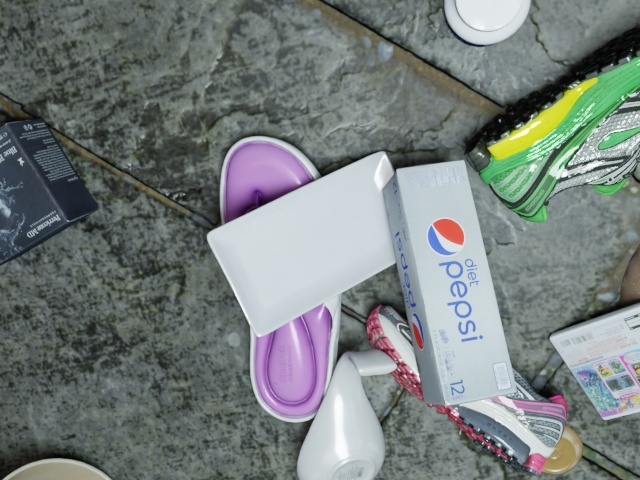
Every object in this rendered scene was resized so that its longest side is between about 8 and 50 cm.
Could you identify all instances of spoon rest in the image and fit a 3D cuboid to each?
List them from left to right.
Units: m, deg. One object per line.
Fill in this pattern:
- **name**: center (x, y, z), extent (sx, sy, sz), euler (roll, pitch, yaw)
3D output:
- **spoon rest**: center (0.042, 0.257, 0.982), extent (0.137, 0.084, 0.276), euler (-2, 123, -21)

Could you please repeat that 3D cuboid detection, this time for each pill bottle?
- **pill bottle**: center (0.188, -0.270, 0.795), extent (0.094, 0.169, 0.094), euler (2, 104, 10)

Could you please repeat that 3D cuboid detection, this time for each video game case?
- **video game case**: center (0.406, 0.158, 0.912), extent (0.157, 0.019, 0.143), euler (-30, 98, 39)

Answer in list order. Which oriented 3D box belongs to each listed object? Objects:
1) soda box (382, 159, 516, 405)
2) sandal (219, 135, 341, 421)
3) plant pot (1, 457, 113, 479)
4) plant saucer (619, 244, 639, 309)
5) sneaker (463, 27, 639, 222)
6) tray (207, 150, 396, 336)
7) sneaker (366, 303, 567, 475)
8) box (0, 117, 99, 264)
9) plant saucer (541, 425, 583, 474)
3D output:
- **soda box**: center (0.153, 0.053, 0.860), extent (0.091, 0.098, 0.286), euler (-9, 79, -8)
- **sandal**: center (-0.047, 0.064, 0.956), extent (0.169, 0.102, 0.416), euler (-7, 102, 12)
- **plant pot**: center (-0.465, 0.514, 1.091), extent (0.256, 0.256, 0.274), euler (49, 123, -4)
- **plant saucer**: center (0.548, 0.086, 0.884), extent (0.310, 0.050, 0.311), euler (3, 105, 10)
- **sneaker**: center (0.353, -0.149, 0.831), extent (0.343, 0.134, 0.146), euler (-33, 103, 25)
- **tray**: center (0.000, 0.000, 0.905), extent (0.270, 0.030, 0.145), euler (-27, 92, -19)
- **sneaker**: center (0.190, 0.186, 0.950), extent (0.299, 0.121, 0.112), euler (37, 75, 6)
- **box**: center (-0.437, -0.068, 1.000), extent (0.156, 0.093, 0.158), euler (-28, 99, 15)
- **plant saucer**: center (0.331, 0.300, 0.992), extent (0.083, 0.015, 0.083), euler (2, 104, 9)
